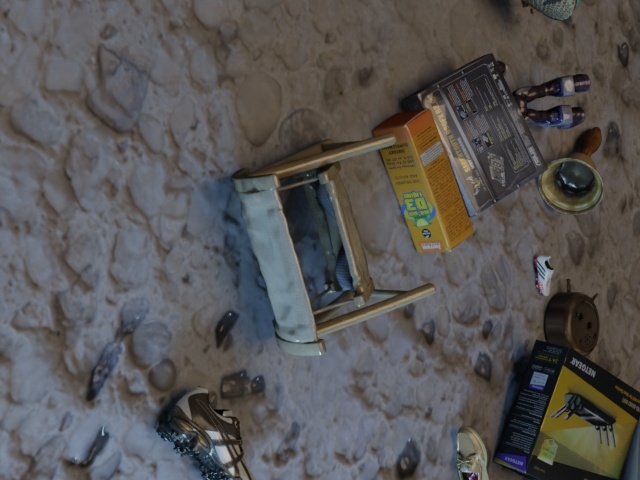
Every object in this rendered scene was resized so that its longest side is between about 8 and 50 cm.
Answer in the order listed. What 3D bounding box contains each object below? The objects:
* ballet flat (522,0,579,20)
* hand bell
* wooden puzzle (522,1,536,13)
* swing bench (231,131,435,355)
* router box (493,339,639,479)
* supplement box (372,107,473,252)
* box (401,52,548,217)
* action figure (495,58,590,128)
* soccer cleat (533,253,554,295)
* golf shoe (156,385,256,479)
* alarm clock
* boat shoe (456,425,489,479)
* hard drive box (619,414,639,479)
[{"bbox_3d":[0.306,-0.606,1.891,0.182,0.164,0.482,-23,98,-22],"label":"ballet flat"},{"bbox_3d":[0.529,-0.168,2.117,0.126,0.126,0.242,63,37,-22],"label":"hand bell"},{"bbox_3d":[0.408,-0.485,2.065,0.049,0.006,0.083,-21,102,-44],"label":"wooden puzzle"},{"bbox_3d":[0.000,0.000,1.514,0.255,0.165,0.253,-23,104,-38],"label":"swing bench"},{"bbox_3d":[0.479,0.355,1.999,0.309,0.081,0.243,30,77,-40],"label":"router box"},{"bbox_3d":[0.172,-0.096,1.750,0.080,0.078,0.233,-40,114,-39],"label":"supplement box"},{"bbox_3d":[0.267,-0.179,1.806,0.183,0.056,0.231,-32,98,-25],"label":"box"},{"bbox_3d":[0.366,-0.246,1.945,0.285,0.099,0.185,-7,99,-31],"label":"action figure"},{"bbox_3d":[0.435,0.067,2.033,0.029,0.036,0.083,-17,99,-45],"label":"soccer cleat"},{"bbox_3d":[-0.128,0.279,1.421,0.198,0.077,0.094,55,52,-29],"label":"golf shoe"},{"bbox_3d":[0.493,0.183,2.069,0.129,0.064,0.192,42,62,-35],"label":"alarm clock"},{"bbox_3d":[0.260,0.388,1.824,0.045,0.050,0.135,-30,109,-48],"label":"boat shoe"},{"bbox_3d":[0.654,0.460,2.092,0.232,0.089,0.181,-69,167,-44],"label":"hard drive box"}]
